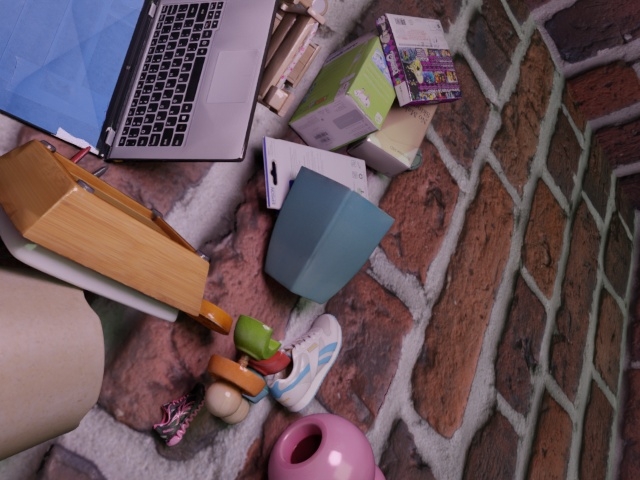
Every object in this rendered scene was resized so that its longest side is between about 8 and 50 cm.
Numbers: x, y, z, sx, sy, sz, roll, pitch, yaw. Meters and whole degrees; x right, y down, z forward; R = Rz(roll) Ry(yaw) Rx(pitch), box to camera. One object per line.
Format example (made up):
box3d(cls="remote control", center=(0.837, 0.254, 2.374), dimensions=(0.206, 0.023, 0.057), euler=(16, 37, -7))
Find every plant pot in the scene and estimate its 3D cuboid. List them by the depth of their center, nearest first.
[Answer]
box3d(cls="plant pot", center=(-0.444, 0.150, 0.626), dimensions=(0.305, 0.334, 0.333), euler=(3, 77, -55))
box3d(cls="plant pot", center=(0.000, 0.000, 1.133), dimensions=(0.166, 0.165, 0.234), euler=(30, 91, -46))

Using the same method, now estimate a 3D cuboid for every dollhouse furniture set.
box3d(cls="dollhouse furniture set", center=(-0.023, -0.393, 1.109), dimensions=(0.174, 0.355, 0.303), euler=(28, 100, -36))

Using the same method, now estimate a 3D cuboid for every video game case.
box3d(cls="video game case", center=(0.243, -0.434, 1.313), dimensions=(0.232, 0.042, 0.210), euler=(-19, 92, -44))

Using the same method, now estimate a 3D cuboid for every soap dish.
box3d(cls="soap dish", center=(-0.314, -0.013, 0.787), dimensions=(0.118, 0.229, 0.291), euler=(-53, 138, -2))

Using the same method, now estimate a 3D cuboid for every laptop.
box3d(cls="laptop", center=(-0.319, -0.352, 0.913), dimensions=(0.236, 0.408, 0.381), euler=(61, 35, -64))

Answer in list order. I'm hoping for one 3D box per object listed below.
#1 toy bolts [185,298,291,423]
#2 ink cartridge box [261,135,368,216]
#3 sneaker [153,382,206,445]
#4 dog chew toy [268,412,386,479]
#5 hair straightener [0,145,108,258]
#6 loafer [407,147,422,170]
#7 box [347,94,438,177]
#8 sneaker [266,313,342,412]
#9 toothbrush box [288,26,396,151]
box3d(cls="toy bolts", center=(-0.173, 0.229, 0.976), dimensions=(0.158, 0.218, 0.228), euler=(-60, 155, -22))
box3d(cls="ink cartridge box", center=(-0.018, -0.130, 1.261), dimensions=(0.333, 0.065, 0.165), euler=(7, 75, -45))
box3d(cls="sneaker", center=(-0.246, 0.294, 0.949), dimensions=(0.057, 0.047, 0.119), euler=(42, 51, -15))
box3d(cls="dog chew toy", center=(0.039, 0.497, 1.072), dimensions=(0.206, 0.207, 0.331), euler=(-54, 125, -38))
box3d(cls="hair straightener", center=(-0.418, -0.049, 0.861), dimensions=(0.089, 0.047, 0.230), euler=(50, 50, -23))
box3d(cls="loafer", center=(0.204, -0.316, 1.530), dimensions=(0.096, 0.084, 0.267), euler=(-18, 89, -14))
box3d(cls="box", center=(0.208, -0.336, 1.419), dimensions=(0.148, 0.121, 0.311), euler=(28, 74, -16))
box3d(cls="sneaker", center=(-0.029, 0.239, 1.141), dimensions=(0.092, 0.087, 0.228), euler=(48, 49, -23))
box3d(cls="toothbrush box", center=(0.076, -0.364, 1.310), dimensions=(0.122, 0.206, 0.283), euler=(43, 53, -28))
